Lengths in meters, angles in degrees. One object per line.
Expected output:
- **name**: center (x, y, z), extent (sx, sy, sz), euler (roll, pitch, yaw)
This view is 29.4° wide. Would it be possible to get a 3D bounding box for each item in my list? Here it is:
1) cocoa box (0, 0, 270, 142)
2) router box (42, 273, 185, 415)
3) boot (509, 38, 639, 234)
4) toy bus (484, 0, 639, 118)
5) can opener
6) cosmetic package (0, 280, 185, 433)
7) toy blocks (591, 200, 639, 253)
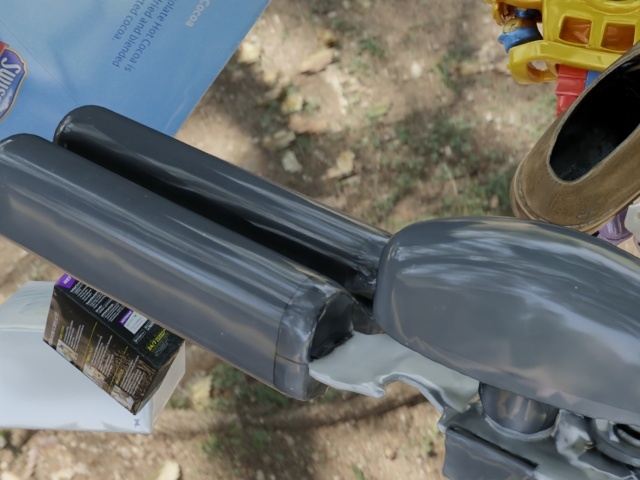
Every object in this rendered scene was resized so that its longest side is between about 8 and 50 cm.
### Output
- **cocoa box**: center (-0.123, -0.232, 0.684), extent (0.347, 0.228, 0.231), euler (-50, 25, 29)
- **router box**: center (-0.215, 0.102, 1.245), extent (0.133, 0.179, 0.046), euler (39, 62, 1)
- **boot**: center (0.273, -0.123, 0.921), extent (0.305, 0.115, 0.112), euler (-43, 75, -13)
- **toy bus**: center (0.260, -0.213, 1.263), extent (0.220, 0.149, 0.211), euler (14, 89, 22)
- **can opener**: center (0.000, 0.000, 0.419), extent (0.283, 0.095, 0.076), euler (25, 36, 27)
- **cosmetic package**: center (-0.308, 0.147, 1.593), extent (0.224, 0.138, 0.225), euler (1, 15, 4)
- **toy blocks**: center (0.418, 0.046, 1.226), extent (0.309, 0.260, 0.288), euler (-21, 47, -29)
